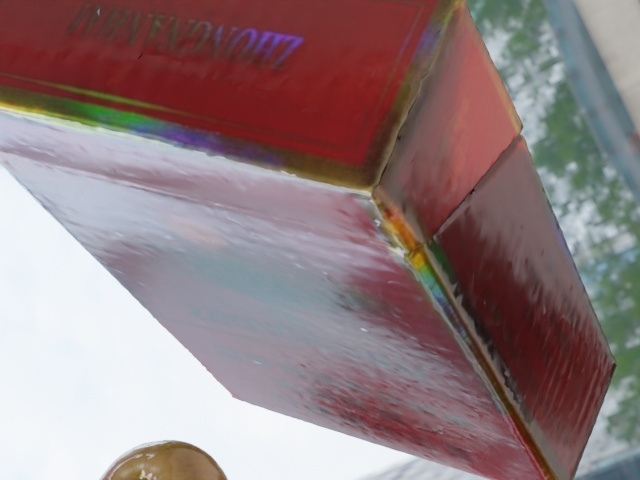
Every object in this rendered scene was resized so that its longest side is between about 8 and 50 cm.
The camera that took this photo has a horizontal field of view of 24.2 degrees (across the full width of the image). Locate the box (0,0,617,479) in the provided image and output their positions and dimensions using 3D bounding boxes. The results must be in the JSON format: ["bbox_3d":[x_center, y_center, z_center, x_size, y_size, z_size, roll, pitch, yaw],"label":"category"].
[{"bbox_3d":[0.001,0.001,0.658,0.089,0.197,0.313,-65,-29,-18],"label":"box"}]

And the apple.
[{"bbox_3d":[-0.169,0.302,1.582,0.199,0.199,0.199,46,-151,-35],"label":"apple"}]
